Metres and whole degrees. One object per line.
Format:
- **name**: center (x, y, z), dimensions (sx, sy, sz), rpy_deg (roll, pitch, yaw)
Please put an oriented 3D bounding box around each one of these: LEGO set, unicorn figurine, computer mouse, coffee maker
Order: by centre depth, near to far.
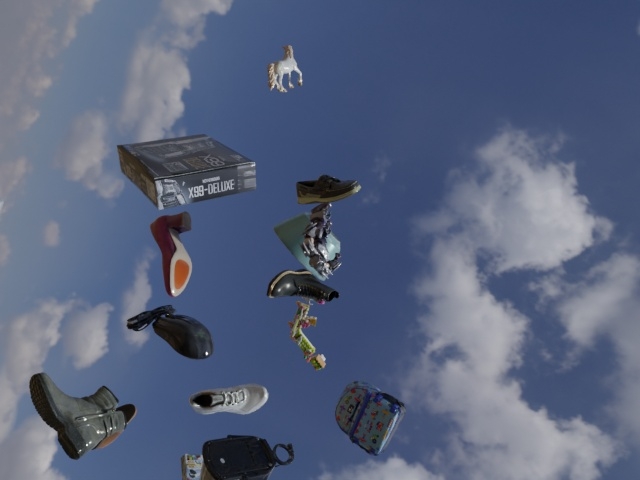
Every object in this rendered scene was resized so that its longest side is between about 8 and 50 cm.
- **coffee maker**: center (-0.153, 0.468, 0.934), dimensions (0.120, 0.171, 0.178), rpy_deg (-101, -153, -67)
- **unicorn figurine**: center (-0.094, -0.468, 1.368), dimensions (0.060, 0.162, 0.111), rpy_deg (-5, -66, 24)
- **computer mouse**: center (-0.435, 0.267, 1.533), dimensions (0.272, 0.188, 0.072), rpy_deg (26, -69, 22)
- **LEGO set**: center (-0.049, 0.325, 1.716), dimensions (0.107, 0.132, 0.287), rpy_deg (-88, 178, -78)

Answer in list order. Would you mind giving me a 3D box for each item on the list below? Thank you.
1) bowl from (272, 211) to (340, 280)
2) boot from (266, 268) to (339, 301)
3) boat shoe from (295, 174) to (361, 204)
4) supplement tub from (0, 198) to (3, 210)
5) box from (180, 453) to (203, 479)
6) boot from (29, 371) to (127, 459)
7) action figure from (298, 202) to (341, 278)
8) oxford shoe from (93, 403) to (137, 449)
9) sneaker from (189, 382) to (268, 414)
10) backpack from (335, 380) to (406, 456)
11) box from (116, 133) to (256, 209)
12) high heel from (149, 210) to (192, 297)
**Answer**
- **bowl**: center (-0.034, 0.001, 2.096), dimensions (0.163, 0.311, 0.311), rpy_deg (-43, -137, 4)
- **boot**: center (-0.046, 0.142, 1.438), dimensions (0.137, 0.197, 0.077), rpy_deg (28, -64, 28)
- **boat shoe**: center (0.012, -0.151, 1.440), dimensions (0.223, 0.080, 0.074), rpy_deg (-5, -67, 42)
- **supplement tub**: center (-0.461, 0.080, 0.464), dimensions (0.235, 0.235, 0.325), rpy_deg (18, -94, 52)
- **box**: center (-0.311, 0.637, 1.374), dimensions (0.027, 0.136, 0.094), rpy_deg (-52, -143, 23)
- **boot**: center (-0.625, 0.424, 1.306), dimensions (0.083, 0.161, 0.247), rpy_deg (-32, -90, 34)
- **action figure**: center (0.000, 0.000, 1.612), dimensions (0.099, 0.186, 0.285), rpy_deg (-14, -145, 11)
- **oxford shoe**: center (-0.719, 0.652, 1.773), dimensions (0.212, 0.076, 0.076), rpy_deg (-41, -121, 5)
- **sneaker**: center (-0.340, 0.589, 1.851), dimensions (0.129, 0.296, 0.111), rpy_deg (83, -2, -71)
- **backpack**: center (0.116, 0.457, 1.325), dimensions (0.173, 0.117, 0.158), rpy_deg (29, -93, 23)
- **box**: center (-0.335, -0.180, 1.241), dimensions (0.307, 0.242, 0.077), rpy_deg (34, -49, 48)
- **high heel**: center (-0.610, 0.064, 1.990), dimensions (0.181, 0.127, 0.378), rpy_deg (-15, -127, 19)
